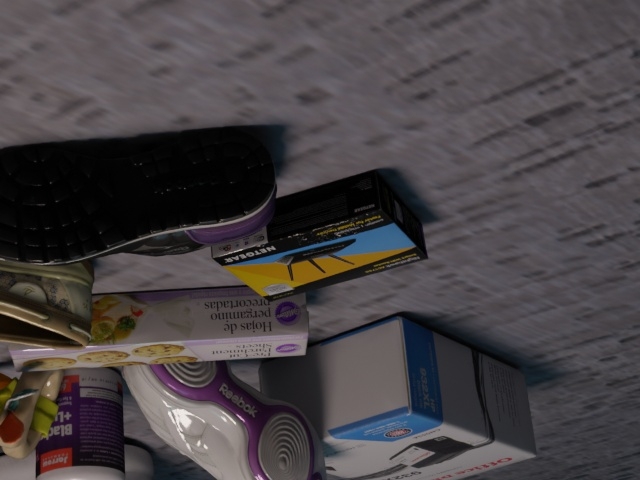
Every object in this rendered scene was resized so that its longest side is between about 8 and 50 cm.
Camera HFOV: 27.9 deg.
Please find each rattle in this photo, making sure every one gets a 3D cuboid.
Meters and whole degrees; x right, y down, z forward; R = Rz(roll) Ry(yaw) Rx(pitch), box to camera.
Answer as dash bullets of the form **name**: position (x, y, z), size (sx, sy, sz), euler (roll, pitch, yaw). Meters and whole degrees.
- **rattle**: position (-0.370, 0.174, 1.443), size (0.142, 0.130, 0.199), euler (34, -172, 3)

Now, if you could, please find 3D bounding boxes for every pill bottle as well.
- **pill bottle**: position (-0.293, 0.259, 1.569), size (0.108, 0.193, 0.108), euler (-5, 154, -3)

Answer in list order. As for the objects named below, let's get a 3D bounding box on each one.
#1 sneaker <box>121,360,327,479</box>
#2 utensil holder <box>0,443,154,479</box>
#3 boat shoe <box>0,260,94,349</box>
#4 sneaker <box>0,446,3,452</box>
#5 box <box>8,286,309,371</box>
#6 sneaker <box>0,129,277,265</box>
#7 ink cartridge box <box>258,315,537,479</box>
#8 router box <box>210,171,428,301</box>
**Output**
- **sneaker**: position (-0.112, 0.220, 1.523), size (0.305, 0.114, 0.152), euler (48, 145, -6)
- **utensil holder**: position (-0.373, 0.522, 1.836), size (0.327, 0.385, 0.327), euler (-10, 159, -4)
- **boat shoe**: position (-0.364, 0.058, 1.257), size (0.285, 0.089, 0.104), euler (1, 154, -13)
- **sneaker**: position (-0.409, 0.237, 1.602), size (0.078, 0.067, 0.188), euler (0, 172, 19)
- **box**: position (-0.176, 0.096, 1.407), size (0.324, 0.063, 0.067), euler (-3, 155, -7)
- **sneaker**: position (-0.178, -0.016, 1.136), size (0.283, 0.107, 0.124), euler (-5, 160, -2)
- **ink cartridge box**: position (0.104, 0.221, 1.653), size (0.223, 0.129, 0.307), euler (-23, 150, 31)
- **router box**: position (0.000, 0.000, 1.267), size (0.179, 0.046, 0.133), euler (-16, 153, 19)
